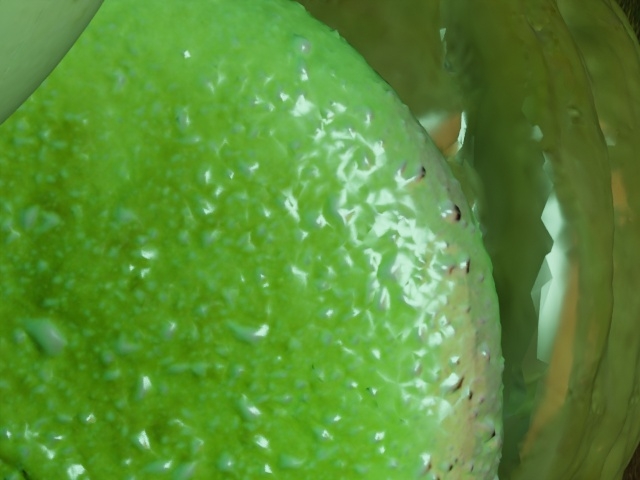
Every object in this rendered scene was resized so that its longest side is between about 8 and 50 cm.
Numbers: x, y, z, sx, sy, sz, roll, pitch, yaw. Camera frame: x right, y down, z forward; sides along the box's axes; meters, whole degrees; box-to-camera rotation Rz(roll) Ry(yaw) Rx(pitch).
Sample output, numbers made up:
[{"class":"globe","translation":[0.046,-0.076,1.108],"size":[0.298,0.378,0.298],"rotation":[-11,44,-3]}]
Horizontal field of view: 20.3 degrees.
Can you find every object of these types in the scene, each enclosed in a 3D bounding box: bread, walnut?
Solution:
[{"class":"bread","translation":[-0.082,0.045,0.565],"size":[0.045,0.301,0.301],"rotation":[-107,-145,-82]},{"class":"walnut","translation":[0.000,0.000,0.724],"size":[0.333,0.332,0.333],"rotation":[-50,151,-41]}]

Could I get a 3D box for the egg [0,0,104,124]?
[{"class":"egg","translation":[-0.128,-0.118,0.437],"size":[0.188,0.188,0.254],"rotation":[-35,148,-55]}]
